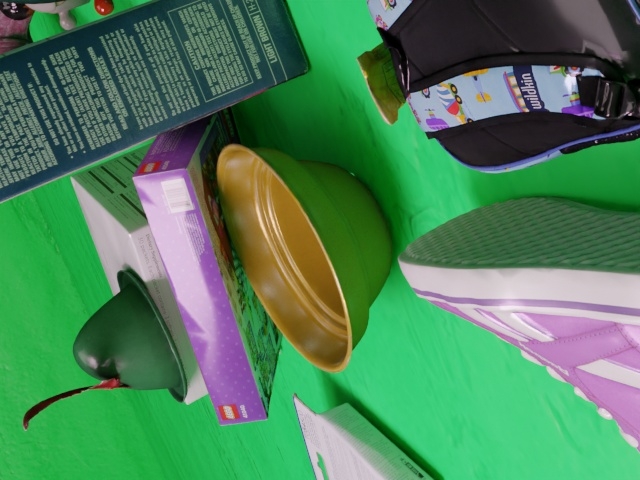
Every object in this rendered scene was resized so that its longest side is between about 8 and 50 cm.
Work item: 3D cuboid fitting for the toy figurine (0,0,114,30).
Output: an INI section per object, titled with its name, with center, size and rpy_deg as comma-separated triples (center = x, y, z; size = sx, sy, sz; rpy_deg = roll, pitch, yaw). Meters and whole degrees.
[toy figurine]
center = -0.305, -0.301, 1.049
size = 0.209, 0.148, 0.213
rpy_deg = 54, 156, 22

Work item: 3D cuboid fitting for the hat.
[hat]
center = -0.271, 0.144, 1.031
size = 0.173, 0.184, 0.208
rpy_deg = 52, 155, 25

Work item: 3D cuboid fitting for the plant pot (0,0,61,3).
[plant pot]
center = -0.213, -0.324, 0.614
size = 0.271, 0.272, 0.255
rpy_deg = 68, 167, -10

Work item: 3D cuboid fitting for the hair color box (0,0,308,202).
[hair color box]
center = -0.203, -0.119, 0.764
size = 0.174, 0.347, 0.105
rpy_deg = 4, 118, 65

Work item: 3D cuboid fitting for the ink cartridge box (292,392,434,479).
[ink cartridge box]
center = 0.064, 0.297, 1.026
size = 0.224, 0.045, 0.223
rpy_deg = 34, 145, 47

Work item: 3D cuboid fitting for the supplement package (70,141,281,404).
[supplement package]
center = -0.182, 0.034, 1.149
size = 0.204, 0.145, 0.261
rpy_deg = 34, 144, 49

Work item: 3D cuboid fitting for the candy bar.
[candy bar]
center = 0.050, -0.109, 0.535
size = 0.040, 0.018, 0.161
rpy_deg = 62, -157, -14

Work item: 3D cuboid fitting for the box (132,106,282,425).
[box]
center = -0.103, 0.016, 0.938
size = 0.201, 0.057, 0.293
rpy_deg = -80, -21, -60

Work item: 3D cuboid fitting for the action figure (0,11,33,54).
[action figure]
center = -0.468, -0.267, 1.315
size = 0.248, 0.276, 0.370
rpy_deg = -49, 55, 60

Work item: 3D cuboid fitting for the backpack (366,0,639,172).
[backpack]
center = 0.101, -0.114, 0.410
size = 0.158, 0.117, 0.173
rpy_deg = 64, 157, -3

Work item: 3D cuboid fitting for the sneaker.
[sneaker]
center = 0.154, 0.065, 0.517
size = 0.282, 0.102, 0.161
rpy_deg = 13, 129, 62

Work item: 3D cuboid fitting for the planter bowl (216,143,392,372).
[planter bowl]
center = 0.000, 0.000, 0.788
size = 0.217, 0.090, 0.217
rpy_deg = 48, 153, 34
